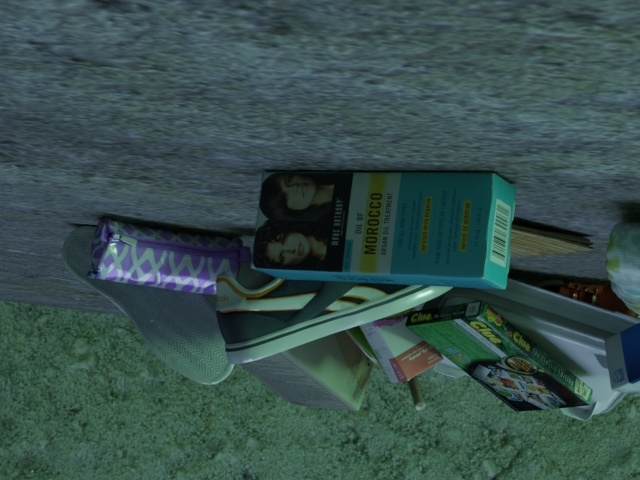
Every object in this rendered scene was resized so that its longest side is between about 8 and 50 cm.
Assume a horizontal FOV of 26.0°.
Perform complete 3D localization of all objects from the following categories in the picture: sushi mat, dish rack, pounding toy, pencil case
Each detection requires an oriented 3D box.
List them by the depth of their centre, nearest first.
[{"bbox_3d":[0.137,-0.016,1.503,0.317,0.019,0.151,11,170,-36],"label":"sushi mat"},{"bbox_3d":[-0.204,0.019,1.826,0.206,0.086,0.088,8,143,-21],"label":"pencil case"},{"bbox_3d":[0.303,0.161,1.992,0.333,0.072,0.285,18,154,2],"label":"dish rack"},{"bbox_3d":[0.110,0.122,2.158,0.237,0.110,0.183,48,-172,-23],"label":"pounding toy"}]

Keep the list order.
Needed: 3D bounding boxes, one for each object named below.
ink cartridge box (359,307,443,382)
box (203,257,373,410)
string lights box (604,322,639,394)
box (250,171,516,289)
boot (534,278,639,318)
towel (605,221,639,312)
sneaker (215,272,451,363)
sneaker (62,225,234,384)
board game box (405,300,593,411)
[{"bbox_3d":[0.092,0.104,2.003,0.067,0.198,0.115,-30,178,-11],"label":"ink cartridge box"},{"bbox_3d":[-0.053,0.149,2.160,0.148,0.121,0.311,3,154,33],"label":"box"},{"bbox_3d":[0.499,0.126,1.754,0.133,0.076,0.260,11,152,-30],"label":"string lights box"},{"bbox_3d":[0.057,-0.012,1.307,0.244,0.100,0.060,1,170,29],"label":"box"},{"bbox_3d":[0.371,0.085,1.932,0.158,0.059,0.085,2,166,36],"label":"boot"},{"bbox_3d":[0.471,0.050,1.438,0.321,0.090,0.374,3,174,16],"label":"towel"},{"bbox_3d":[0.018,0.054,1.799,0.321,0.127,0.126,-17,-178,-14],"label":"sneaker"},{"bbox_3d":[-0.218,0.088,1.954,0.292,0.108,0.169,42,-177,10],"label":"sneaker"},{"bbox_3d":[0.250,0.165,1.925,0.136,0.030,0.260,-9,142,46],"label":"board game box"}]
